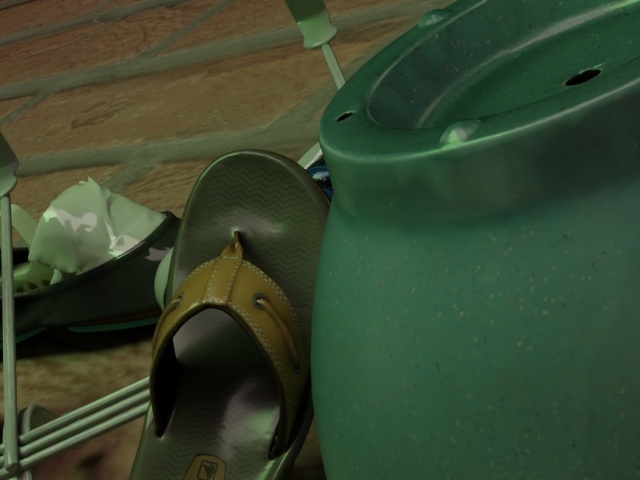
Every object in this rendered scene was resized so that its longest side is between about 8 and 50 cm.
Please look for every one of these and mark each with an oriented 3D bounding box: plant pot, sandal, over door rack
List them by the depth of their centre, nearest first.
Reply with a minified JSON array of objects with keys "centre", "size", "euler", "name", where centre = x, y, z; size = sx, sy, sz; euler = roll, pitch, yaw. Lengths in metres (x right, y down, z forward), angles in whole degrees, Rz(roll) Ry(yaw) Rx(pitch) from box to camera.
[{"centre":[0.115,0.007,0.510],"size":[0.293,0.196,0.293],"euler":[-24,20,9],"name":"plant pot"},{"centre":[-0.045,0.056,0.634],"size":[0.090,0.060,0.219],"euler":[10,68,18],"name":"sandal"},{"centre":[-0.063,0.002,0.799],"size":[0.239,0.108,0.324],"euler":[-25,46,4],"name":"over door rack"}]

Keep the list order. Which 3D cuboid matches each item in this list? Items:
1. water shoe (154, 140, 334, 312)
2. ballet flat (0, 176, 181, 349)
[{"centre":[0.000,0.000,0.885],"size":[0.203,0.073,0.080],"euler":[-35,42,-10],"name":"water shoe"},{"centre":[-0.175,0.018,0.990],"size":[0.280,0.096,0.095],"euler":[-14,23,30],"name":"ballet flat"}]
